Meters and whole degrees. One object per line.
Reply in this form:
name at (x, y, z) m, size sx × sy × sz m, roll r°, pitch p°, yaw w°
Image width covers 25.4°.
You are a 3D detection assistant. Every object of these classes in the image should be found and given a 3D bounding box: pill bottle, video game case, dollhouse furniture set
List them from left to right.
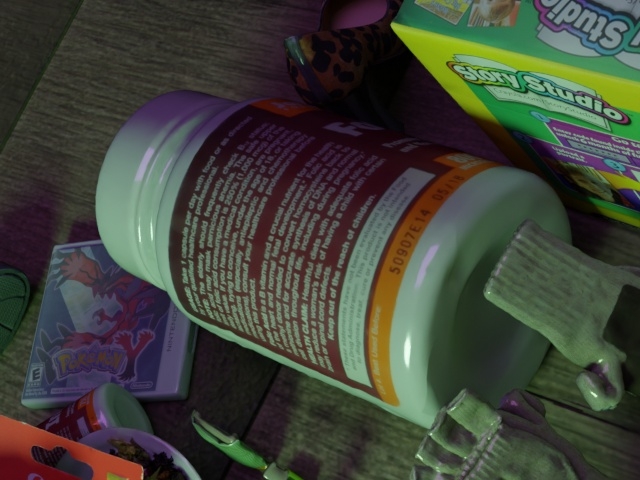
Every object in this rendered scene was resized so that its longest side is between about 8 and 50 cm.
pill bottle at (-0.243, 0.209, 1.378) m, size 0.152 × 0.086 × 0.086 m, roll -33°, pitch 53°, yaw 14°
video game case at (-0.210, 0.080, 1.465) m, size 0.201 × 0.023 × 0.183 m, roll -7°, pitch 62°, yaw 30°
dollhouse furniture set at (-0.062, 0.217, 1.266) m, size 0.152 × 0.076 × 0.058 m, roll 27°, pitch 81°, yaw 38°
pill bottle at (0.000, 0.000, 1.246) m, size 0.392 × 0.224 × 0.224 m, roll 21°, pitch 78°, yaw 37°

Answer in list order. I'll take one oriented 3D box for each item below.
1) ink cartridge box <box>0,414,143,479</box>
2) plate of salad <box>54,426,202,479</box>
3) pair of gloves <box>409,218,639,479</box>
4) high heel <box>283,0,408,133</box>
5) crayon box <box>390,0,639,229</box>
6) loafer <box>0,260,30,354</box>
ink cartridge box at (-0.245, 0.283, 1.265) m, size 0.181 × 0.056 × 0.224 m, roll 14°, pitch 114°, yaw 25°
plate of salad at (-0.179, 0.269, 1.290) m, size 0.200 × 0.048 × 0.200 m, roll 2°, pitch 94°, yaw 29°
pair of gloves at (0.195, 0.125, 1.103) m, size 0.240 × 0.204 × 0.042 m, roll -67°, pitch 10°, yaw -9°
high heel at (0.016, -0.226, 1.376) m, size 0.093 × 0.186 × 0.261 m, roll -21°, pitch 57°, yaw 22°
crayon box at (0.278, -0.090, 1.058) m, size 0.363 × 0.313 × 0.106 m, roll 21°, pitch 78°, yaw 38°
loafer at (-0.419, 0.126, 1.532) m, size 0.084 × 0.096 × 0.267 m, roll 33°, pitch 88°, yaw 45°
